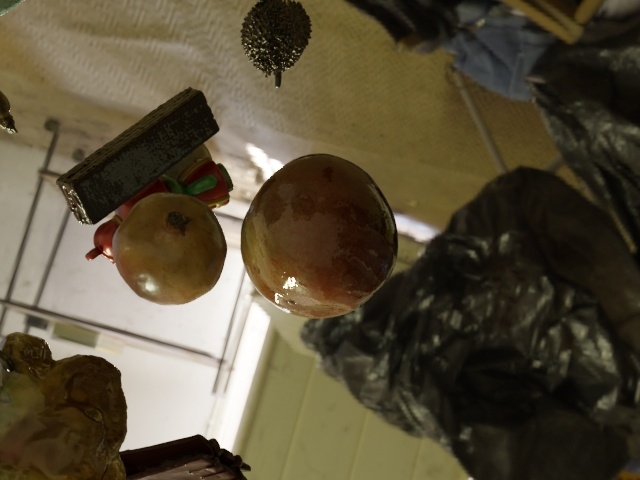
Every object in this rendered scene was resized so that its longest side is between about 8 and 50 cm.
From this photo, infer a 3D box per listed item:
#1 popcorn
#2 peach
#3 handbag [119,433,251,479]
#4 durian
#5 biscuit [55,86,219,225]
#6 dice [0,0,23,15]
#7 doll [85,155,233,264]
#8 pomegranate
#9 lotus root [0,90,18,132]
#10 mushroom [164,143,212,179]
[{"bbox_3d":[-0.371,0.300,1.281,0.297,0.315,0.281,24,174,34],"label":"popcorn"},{"bbox_3d":[0.000,0.000,1.434,0.253,0.252,0.252,15,167,4],"label":"peach"},{"bbox_3d":[-0.321,0.531,2.129,0.276,0.084,0.260,-19,144,17],"label":"handbag"},{"bbox_3d":[-0.092,-0.393,1.894,0.149,0.188,0.091,1,-151,5],"label":"durian"},{"bbox_3d":[-0.373,-0.183,1.986,0.073,0.388,0.107,12,135,44],"label":"biscuit"},{"bbox_3d":[-0.671,-0.567,1.816,0.262,0.265,0.268,56,169,-27],"label":"dice"},{"bbox_3d":[-0.367,-0.063,2.101,0.160,0.363,0.183,56,163,-10],"label":"doll"},{"bbox_3d":[-0.239,0.011,1.533,0.191,0.191,0.191,15,167,4],"label":"pomegranate"},{"bbox_3d":[-0.574,-0.235,1.604,0.152,0.072,0.063,42,-174,-15],"label":"lotus root"},{"bbox_3d":[-0.381,-0.172,2.373,0.207,0.207,0.215,24,149,-30],"label":"mushroom"}]
